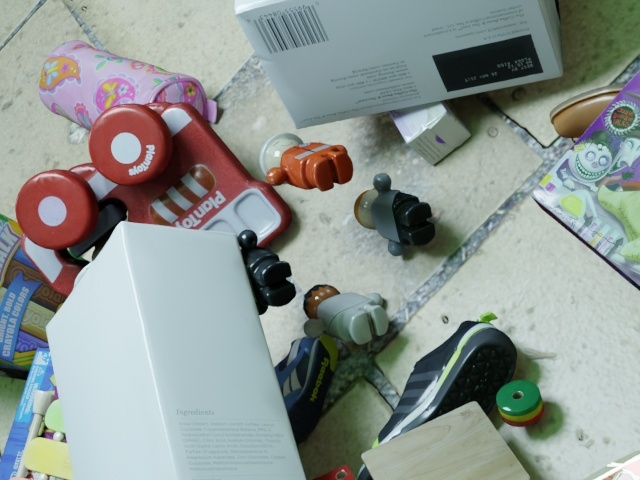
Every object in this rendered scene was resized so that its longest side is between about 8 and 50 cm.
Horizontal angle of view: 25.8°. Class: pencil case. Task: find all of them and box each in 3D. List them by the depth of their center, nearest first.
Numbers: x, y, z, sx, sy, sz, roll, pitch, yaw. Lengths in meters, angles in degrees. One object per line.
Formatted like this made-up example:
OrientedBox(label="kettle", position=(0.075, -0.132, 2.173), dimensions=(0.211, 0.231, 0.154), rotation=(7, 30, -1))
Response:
OrientedBox(label="pencil case", position=(-0.276, -0.201, 1.970), dimensions=(0.284, 0.124, 0.124), rotation=(21, 79, 41))

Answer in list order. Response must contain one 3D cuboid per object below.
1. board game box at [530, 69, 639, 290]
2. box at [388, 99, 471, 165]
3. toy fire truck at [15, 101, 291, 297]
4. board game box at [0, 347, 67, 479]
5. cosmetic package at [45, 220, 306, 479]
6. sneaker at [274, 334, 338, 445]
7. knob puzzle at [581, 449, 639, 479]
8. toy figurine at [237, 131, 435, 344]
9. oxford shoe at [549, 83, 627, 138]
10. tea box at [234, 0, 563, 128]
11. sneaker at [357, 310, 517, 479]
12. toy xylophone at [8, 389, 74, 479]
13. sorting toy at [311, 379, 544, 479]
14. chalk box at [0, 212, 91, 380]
OrientedBox(label="board game box", position=(0.395, -0.016, 1.355), dimensions=(0.208, 0.056, 0.347), rotation=(-47, 59, 1))
OrientedBox(label="box", position=(0.085, -0.227, 1.739), dimensions=(0.063, 0.067, 0.324), rotation=(-38, 48, 13))
OrientedBox(label="toy fire truck", position=(-0.220, -0.023, 1.769), dimensions=(0.302, 0.169, 0.254), rotation=(-40, 89, 11))
OrientedBox(label="board game box", position=(-0.272, 0.295, 1.720), dimensions=(0.318, 0.066, 0.318), rotation=(-1, 66, 37))
OrientedBox(label="cosmetic package", position=(-0.151, 0.196, 1.442), dimensions=(0.217, 0.156, 0.385), rotation=(-47, 47, 42))
OrientedBox(label="sneaker", position=(-0.029, 0.175, 1.614), dimensions=(0.059, 0.053, 0.144), rotation=(5, 61, 38))
OrientedBox(label="knob puzzle", position=(0.311, 0.277, 1.313), dimensions=(0.213, 0.030, 0.213), rotation=(-18, 57, 30))
OrientedBox(label="toy figurine", position=(0.000, 0.000, 1.584), dimensions=(0.148, 0.210, 0.213), rotation=(19, 85, 58))
OrientedBox(label="oxford shoe", position=(0.340, -0.123, 1.486), dimensions=(0.212, 0.076, 0.076), rotation=(-3, 73, 36))
OrientedBox(label="tea box", position=(0.095, -0.343, 1.627), dimensions=(0.329, 0.220, 0.323), rotation=(-10, 52, 16))
OrientedBox(label="sneaker", position=(0.124, 0.180, 1.495), dimensions=(0.234, 0.084, 0.097), rotation=(-49, 23, 3))
OrientedBox(label="toy xylophone", position=(-0.304, 0.273, 1.655), dimensions=(0.236, 0.081, 0.322), rotation=(-4, 64, 36))
OrientedBox(label="sorting toy", position=(0.119, 0.244, 1.390), dimensions=(0.275, 0.046, 0.132), rotation=(-24, 35, -7))
OrientedBox(label="chalk box", position=(-0.476, 0.055, 1.856), dimensions=(0.180, 0.289, 0.179), rotation=(5, 69, 39))
